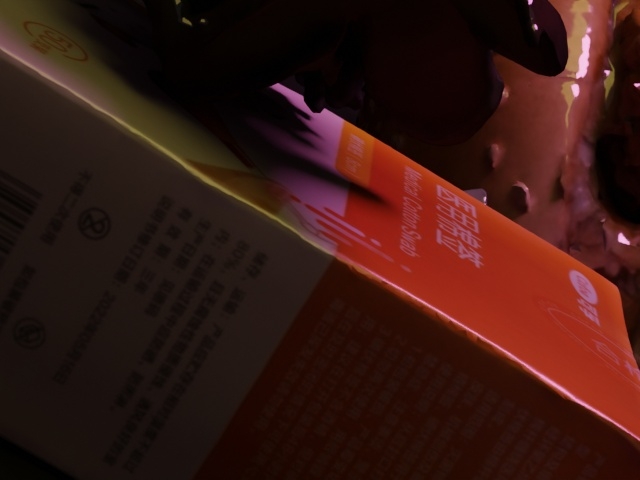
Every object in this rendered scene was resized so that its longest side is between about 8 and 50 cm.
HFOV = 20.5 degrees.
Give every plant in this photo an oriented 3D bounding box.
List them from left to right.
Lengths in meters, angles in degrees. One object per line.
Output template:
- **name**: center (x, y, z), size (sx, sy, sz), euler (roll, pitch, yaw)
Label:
- **plant**: center (0.012, -0.145, 0.753), size (0.178, 0.204, 0.234), euler (38, 48, -58)

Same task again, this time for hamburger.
- **hamburger**: center (0.174, -0.076, 1.119), size (0.268, 0.287, 0.445), euler (25, 29, -6)

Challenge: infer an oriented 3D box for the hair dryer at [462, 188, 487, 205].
- **hair dryer**: center (0.018, -0.002, 0.989), size (0.167, 0.067, 0.199), euler (-8, 4, 12)

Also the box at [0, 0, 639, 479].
- **box**: center (-0.027, 0.028, 0.783), size (0.341, 0.143, 0.225), euler (32, 16, -5)
